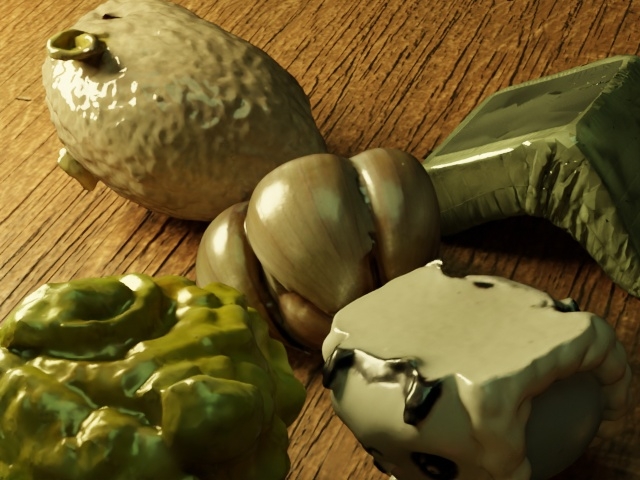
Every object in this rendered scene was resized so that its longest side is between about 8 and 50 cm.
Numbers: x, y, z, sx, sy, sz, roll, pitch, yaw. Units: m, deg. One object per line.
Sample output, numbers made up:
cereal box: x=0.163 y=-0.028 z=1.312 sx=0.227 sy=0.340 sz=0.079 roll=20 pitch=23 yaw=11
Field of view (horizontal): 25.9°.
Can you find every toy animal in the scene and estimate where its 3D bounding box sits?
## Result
toy animal: x=-0.139 y=-0.118 z=1.378 sx=0.358 sy=0.188 sz=0.226 roll=31 pitch=39 yaw=29
toy animal: x=0.115 y=0.120 z=1.044 sx=0.204 sy=0.156 sz=0.208 roll=-30 pitch=26 yaw=-29

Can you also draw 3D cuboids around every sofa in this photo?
sofa: x=0.232 y=-0.052 z=1.351 sx=0.225 sy=0.176 sz=0.210 roll=-14 pitch=22 yaw=40

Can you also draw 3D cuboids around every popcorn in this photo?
popcorn: x=-0.138 y=0.133 z=0.974 sx=0.241 sy=0.235 sz=0.250 roll=-26 pitch=11 yaw=2

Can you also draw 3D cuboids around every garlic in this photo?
garlic: x=0.000 y=0.000 z=1.217 sx=0.214 sy=0.160 sz=0.191 roll=-2 pitch=35 yaw=-10
